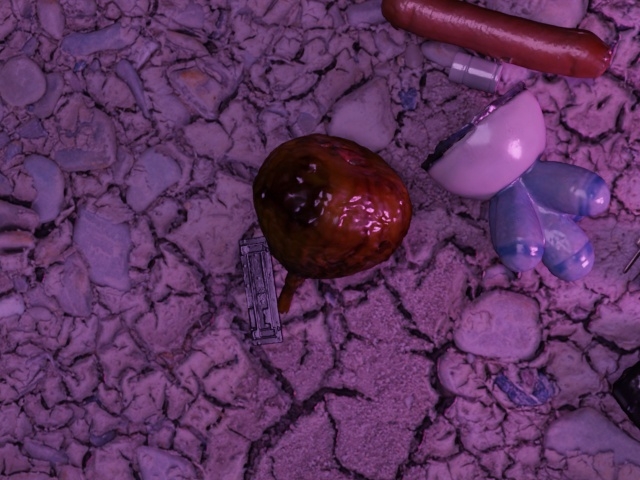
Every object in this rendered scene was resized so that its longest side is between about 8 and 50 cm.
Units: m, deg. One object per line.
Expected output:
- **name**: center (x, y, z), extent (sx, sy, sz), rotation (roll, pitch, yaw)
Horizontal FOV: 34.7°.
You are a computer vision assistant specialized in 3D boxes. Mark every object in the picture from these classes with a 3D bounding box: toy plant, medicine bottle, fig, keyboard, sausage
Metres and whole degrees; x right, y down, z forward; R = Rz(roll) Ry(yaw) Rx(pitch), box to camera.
- **toy plant**: center (0.358, -0.074, 1.762), extent (0.247, 0.247, 0.332), rotation (-39, 87, 8)
- **medicine bottle**: center (0.282, -0.304, 1.853), extent (0.089, 0.057, 0.057), rotation (18, 93, 10)
- **fig**: center (0.000, 0.000, 1.834), extent (0.286, 0.286, 0.369), rotation (23, 123, 10)
- **keyboard**: center (-0.114, 0.096, 1.946), extent (0.061, 0.013, 0.204), rotation (-8, 88, 11)
- **sausage**: center (0.311, -0.373, 1.833), extent (0.419, 0.094, 0.094), rotation (18, 108, 10)

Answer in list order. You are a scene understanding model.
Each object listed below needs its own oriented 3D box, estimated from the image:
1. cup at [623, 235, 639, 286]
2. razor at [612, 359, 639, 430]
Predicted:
- **cup**: center (0.590, 0.044, 1.784), extent (0.102, 0.074, 0.099), rotation (21, 93, 10)
- **razor**: center (0.671, 0.316, 1.752), extent (0.189, 0.107, 0.327), rotation (-45, 83, 8)
